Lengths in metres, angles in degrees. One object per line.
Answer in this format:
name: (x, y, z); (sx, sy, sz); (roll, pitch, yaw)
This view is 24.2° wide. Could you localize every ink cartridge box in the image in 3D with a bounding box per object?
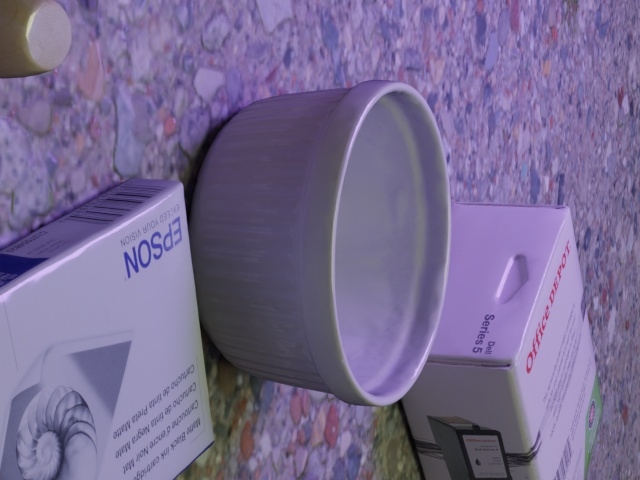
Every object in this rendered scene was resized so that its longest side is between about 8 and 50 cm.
ink cartridge box: (0.166, 0.128, 1.339); (0.198, 0.115, 0.273); (-64, 148, -41)
ink cartridge box: (-0.126, 0.105, 0.772); (0.223, 0.045, 0.224); (-40, 129, -59)

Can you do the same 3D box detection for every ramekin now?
ramekin: (0.000, 0.000, 0.962); (0.207, 0.109, 0.207); (3, 90, -66)

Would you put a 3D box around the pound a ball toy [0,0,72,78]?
pound a ball toy: (-0.185, -0.040, 0.514); (0.208, 0.136, 0.319); (66, 37, -46)
